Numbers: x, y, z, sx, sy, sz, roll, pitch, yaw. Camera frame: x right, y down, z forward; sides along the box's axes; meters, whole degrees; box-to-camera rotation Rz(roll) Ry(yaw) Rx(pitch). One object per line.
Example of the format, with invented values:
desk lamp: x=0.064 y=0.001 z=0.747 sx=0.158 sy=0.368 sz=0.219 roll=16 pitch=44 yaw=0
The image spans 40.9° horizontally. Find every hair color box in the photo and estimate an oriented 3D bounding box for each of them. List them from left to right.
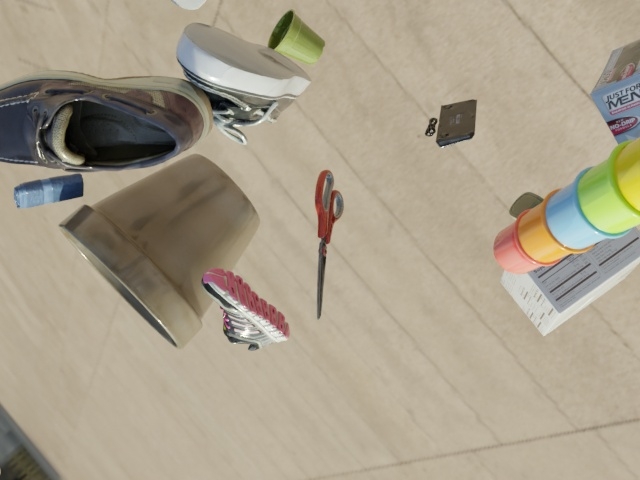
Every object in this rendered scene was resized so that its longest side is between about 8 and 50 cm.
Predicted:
hair color box: x=0.662 y=-0.184 z=1.613 sx=0.114 sy=0.185 sz=0.374 roll=-21 pitch=112 yaw=42

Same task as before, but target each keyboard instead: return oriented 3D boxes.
keyboard: x=0.273 y=-0.243 z=1.795 sx=0.108 sy=0.180 sz=0.023 roll=-9 pitch=120 yaw=18

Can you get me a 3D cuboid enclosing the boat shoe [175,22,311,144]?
boat shoe: x=-0.101 y=-0.179 z=1.013 sx=0.113 sy=0.105 sz=0.306 roll=36 pitch=-166 yaw=3

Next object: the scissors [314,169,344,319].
scissors: x=0.000 y=0.000 z=1.643 sx=0.021 sy=0.297 sz=0.109 roll=-3 pitch=144 yaw=24

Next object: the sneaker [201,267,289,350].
sneaker: x=-0.118 y=0.105 z=1.209 sx=0.170 sy=0.075 sz=0.063 roll=43 pitch=-159 yaw=-39

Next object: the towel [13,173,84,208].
towel: x=-0.484 y=-0.091 z=1.530 sx=0.029 sy=0.119 sz=0.067 roll=68 pitch=154 yaw=19

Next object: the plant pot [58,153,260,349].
plant pot: x=-0.274 y=-0.002 z=1.614 sx=0.323 sy=0.280 sz=0.323 roll=42 pitch=164 yaw=15

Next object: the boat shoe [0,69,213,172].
boat shoe: x=-0.260 y=-0.121 z=0.916 sx=0.285 sy=0.092 sz=0.102 roll=1 pitch=117 yaw=12

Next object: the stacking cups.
stacking cups: x=0.300 y=-0.040 z=0.964 sx=0.096 sy=0.096 sz=0.316 roll=51 pitch=154 yaw=-1

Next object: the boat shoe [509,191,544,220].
boat shoe: x=0.545 y=-0.029 z=2.022 sx=0.103 sy=0.113 sz=0.302 roll=39 pitch=-166 yaw=-16

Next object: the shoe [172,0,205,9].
shoe: x=-0.188 y=-0.438 z=1.400 sx=0.063 sy=0.081 sz=0.178 roll=39 pitch=158 yaw=-25

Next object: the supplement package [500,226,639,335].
supplement package: x=0.464 y=0.046 z=1.596 sx=0.145 sy=0.204 sz=0.262 roll=54 pitch=178 yaw=16

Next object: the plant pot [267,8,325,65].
plant pot: x=-0.037 y=-0.343 z=1.488 sx=0.079 sy=0.083 sz=0.083 roll=27 pitch=164 yaw=-25
